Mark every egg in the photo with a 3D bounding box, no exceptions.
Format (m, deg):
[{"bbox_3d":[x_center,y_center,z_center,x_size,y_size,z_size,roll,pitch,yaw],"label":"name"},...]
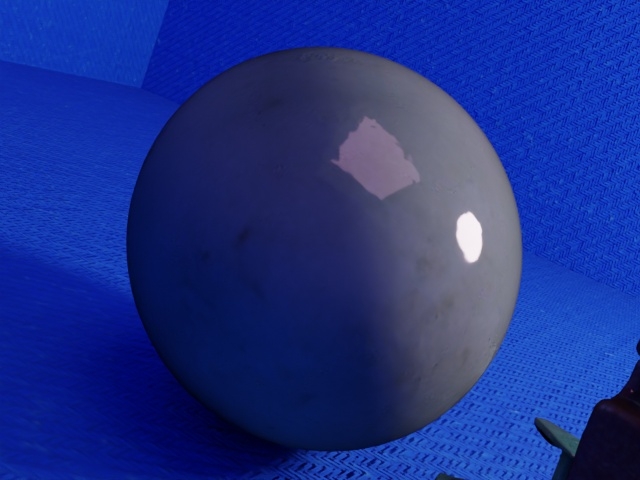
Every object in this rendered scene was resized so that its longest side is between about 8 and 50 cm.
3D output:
[{"bbox_3d":[0.000,0.000,0.741,0.276,0.276,0.389,19,10,-7],"label":"egg"}]

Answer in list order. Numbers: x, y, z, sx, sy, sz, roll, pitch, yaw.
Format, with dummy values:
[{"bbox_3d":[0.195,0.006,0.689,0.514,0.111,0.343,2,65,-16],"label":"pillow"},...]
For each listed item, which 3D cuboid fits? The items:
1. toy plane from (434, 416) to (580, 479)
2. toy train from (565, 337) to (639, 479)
[{"bbox_3d":[0.238,0.189,0.687,0.381,0.106,0.155,15,10,-21],"label":"toy plane"},{"bbox_3d":[0.213,0.159,0.479,0.304,0.222,0.150,11,12,-46],"label":"toy train"}]
